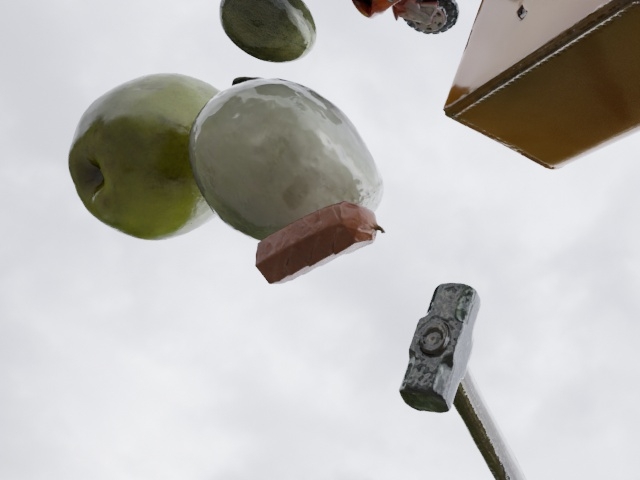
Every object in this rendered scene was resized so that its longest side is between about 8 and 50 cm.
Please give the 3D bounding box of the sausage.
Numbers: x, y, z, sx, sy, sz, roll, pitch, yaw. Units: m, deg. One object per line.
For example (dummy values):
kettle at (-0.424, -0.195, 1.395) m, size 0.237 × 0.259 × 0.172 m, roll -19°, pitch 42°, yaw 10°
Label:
sausage at (-0.001, 0.000, 1.156) m, size 0.169 × 0.065 × 0.065 m, roll -26°, pitch -74°, yaw 37°

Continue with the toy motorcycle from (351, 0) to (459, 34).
toy motorcycle at (0.098, -0.381, 1.279) m, size 0.171 × 0.089 × 0.298 m, roll 11°, pitch -35°, yaw 18°

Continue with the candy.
candy at (-0.052, -0.089, 1.320) m, size 0.295 × 0.185 × 0.295 m, roll 29°, pitch -16°, yaw 9°

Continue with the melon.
melon at (-0.065, -0.274, 1.237) m, size 0.130 × 0.098 × 0.098 m, roll 36°, pitch -50°, yaw 3°

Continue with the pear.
pear at (-0.237, -0.132, 1.540) m, size 0.253 × 0.307 × 0.253 m, roll 21°, pitch -62°, yaw 45°

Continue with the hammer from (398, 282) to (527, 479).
hammer at (0.159, 0.182, 0.967) m, size 0.043 × 0.111 × 0.365 m, roll 4°, pitch -33°, yaw 28°

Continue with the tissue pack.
tissue pack at (0.249, -0.193, 0.831) m, size 0.145 × 0.194 × 0.274 m, roll 29°, pitch -21°, yaw -14°
